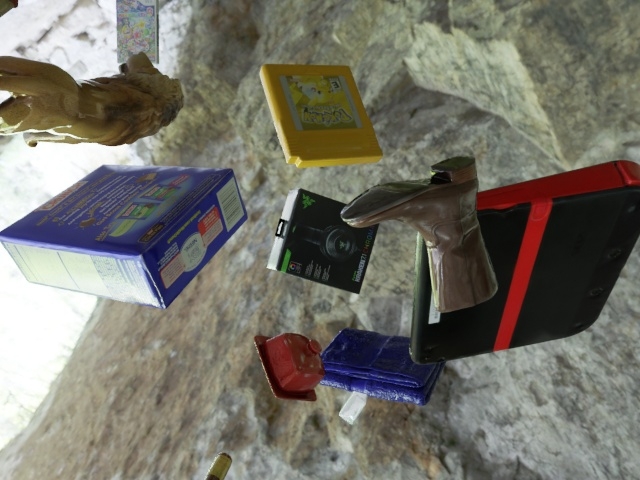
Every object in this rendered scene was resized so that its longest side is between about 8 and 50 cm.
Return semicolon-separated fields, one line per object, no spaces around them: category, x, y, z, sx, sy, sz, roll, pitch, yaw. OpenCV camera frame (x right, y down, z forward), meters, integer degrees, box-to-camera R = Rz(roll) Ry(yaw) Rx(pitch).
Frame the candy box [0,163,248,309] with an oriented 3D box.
candy box;-0.336;-0.025;0.945;0.317;0.122;0.268;7;-143;24

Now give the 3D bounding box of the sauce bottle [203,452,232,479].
sauce bottle;-0.238;0.533;1.193;0.042;0.042;0.128;-30;-165;28

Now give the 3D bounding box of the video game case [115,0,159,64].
video game case;-0.348;-0.398;1.018;0.087;0.122;0.011;4;-171;14

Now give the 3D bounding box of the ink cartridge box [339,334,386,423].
ink cartridge box;0.145;0.410;1.599;0.225;0.056;0.181;-58;175;19

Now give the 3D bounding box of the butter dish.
butter dish;-0.047;0.264;1.200;0.118;0.160;0.160;-40;-126;19

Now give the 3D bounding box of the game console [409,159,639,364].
game console;0.309;0.055;0.842;0.341;0.387;0.060;-10;-133;-2

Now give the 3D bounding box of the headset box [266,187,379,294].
headset box;0.000;0.000;1.573;0.131;0.283;0.247;-178;-74;-72

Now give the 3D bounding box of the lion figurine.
lion figurine;-0.353;-0.188;0.736;0.240;0.142;0.392;-2;-163;6

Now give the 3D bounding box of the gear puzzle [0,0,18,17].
gear puzzle;-0.265;-0.294;0.420;0.044;0.175;0.339;13;-123;28

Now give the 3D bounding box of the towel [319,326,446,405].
towel;0.158;0.311;1.399;0.308;0.076;0.227;5;-150;28

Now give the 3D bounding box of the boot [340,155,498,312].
boot;0.074;0.011;0.373;0.106;0.114;0.037;-21;-154;-12

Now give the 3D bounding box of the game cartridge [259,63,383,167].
game cartridge;0.003;-0.356;1.506;0.053;0.285;0.324;-54;-131;56
